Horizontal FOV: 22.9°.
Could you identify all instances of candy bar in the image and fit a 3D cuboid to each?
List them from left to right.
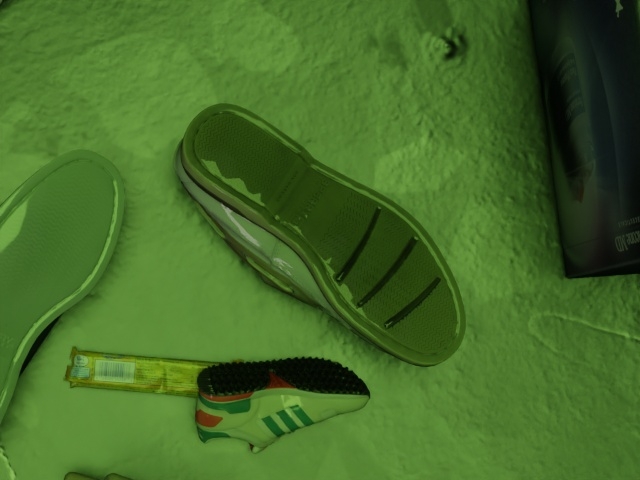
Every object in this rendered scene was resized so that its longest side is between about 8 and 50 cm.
[{"bbox_3d":[-0.149,0.120,1.413,0.161,0.018,0.040,5,92,-5],"label":"candy bar"}]

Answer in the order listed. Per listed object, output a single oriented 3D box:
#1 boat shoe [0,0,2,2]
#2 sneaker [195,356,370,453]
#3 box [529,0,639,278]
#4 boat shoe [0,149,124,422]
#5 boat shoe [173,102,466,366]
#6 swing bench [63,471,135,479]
[{"bbox_3d":[-0.301,-0.253,1.399,0.075,0.083,0.226,3,84,-4],"label":"boat shoe"},{"bbox_3d":[-0.037,0.151,1.411,0.161,0.057,0.075,0,121,-21],"label":"sneaker"},{"bbox_3d":[0.307,-0.125,1.339,0.182,0.296,0.294,-7,85,-7],"label":"box"},{"bbox_3d":[-0.278,0.052,1.371,0.114,0.091,0.302,38,80,-21],"label":"boat shoe"},{"bbox_3d":[0.000,0.000,1.397,0.302,0.103,0.113,43,70,0],"label":"boat shoe"},{"bbox_3d":[-0.116,0.349,1.309,0.254,0.165,0.253,22,75,-18],"label":"swing bench"}]
